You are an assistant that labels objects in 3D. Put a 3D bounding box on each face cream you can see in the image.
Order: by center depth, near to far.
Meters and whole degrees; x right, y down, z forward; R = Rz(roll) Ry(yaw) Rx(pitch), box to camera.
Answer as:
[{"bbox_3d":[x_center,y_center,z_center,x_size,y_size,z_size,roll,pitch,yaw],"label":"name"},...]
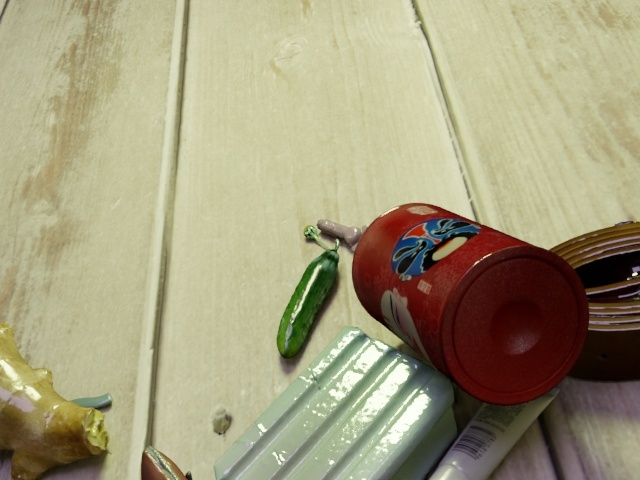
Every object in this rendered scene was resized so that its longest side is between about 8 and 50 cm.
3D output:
[{"bbox_3d":[0.221,0.264,1.260,0.092,0.058,0.243,14,44,40],"label":"face cream"}]

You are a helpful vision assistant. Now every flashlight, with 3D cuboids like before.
[{"bbox_3d":[0.038,-0.014,1.658,0.110,0.031,0.052,20,78,41],"label":"flashlight"}]

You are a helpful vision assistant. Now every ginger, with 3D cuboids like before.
[{"bbox_3d":[-0.509,0.264,1.442,0.375,0.166,0.236,28,57,36],"label":"ginger"}]

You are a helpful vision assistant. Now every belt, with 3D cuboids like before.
[{"bbox_3d":[0.457,0.079,1.327,0.338,0.122,0.217,-10,39,10],"label":"belt"}]

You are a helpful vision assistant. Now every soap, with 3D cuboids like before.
[{"bbox_3d":[0.014,0.291,1.254,0.208,0.115,0.347,23,54,37],"label":"soap"}]

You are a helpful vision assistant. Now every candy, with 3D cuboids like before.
[{"bbox_3d":[0.000,0.000,1.667,0.083,0.025,0.023,39,93,36],"label":"candy"}]

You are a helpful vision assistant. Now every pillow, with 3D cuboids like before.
[{"bbox_3d":[-0.170,0.364,1.197,0.075,0.179,0.171,-20,40,-28],"label":"pillow"}]

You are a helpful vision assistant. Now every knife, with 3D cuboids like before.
[{"bbox_3d":[-0.431,0.268,1.523,0.210,0.015,0.028,-9,48,12],"label":"knife"}]

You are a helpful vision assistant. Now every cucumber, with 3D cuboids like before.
[{"bbox_3d":[-0.019,0.093,1.541,0.056,0.056,0.250,7,48,26],"label":"cucumber"}]

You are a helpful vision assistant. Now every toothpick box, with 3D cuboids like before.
[{"bbox_3d":[0.188,0.072,1.285,0.204,0.204,0.333,-27,17,-11],"label":"toothpick box"}]
